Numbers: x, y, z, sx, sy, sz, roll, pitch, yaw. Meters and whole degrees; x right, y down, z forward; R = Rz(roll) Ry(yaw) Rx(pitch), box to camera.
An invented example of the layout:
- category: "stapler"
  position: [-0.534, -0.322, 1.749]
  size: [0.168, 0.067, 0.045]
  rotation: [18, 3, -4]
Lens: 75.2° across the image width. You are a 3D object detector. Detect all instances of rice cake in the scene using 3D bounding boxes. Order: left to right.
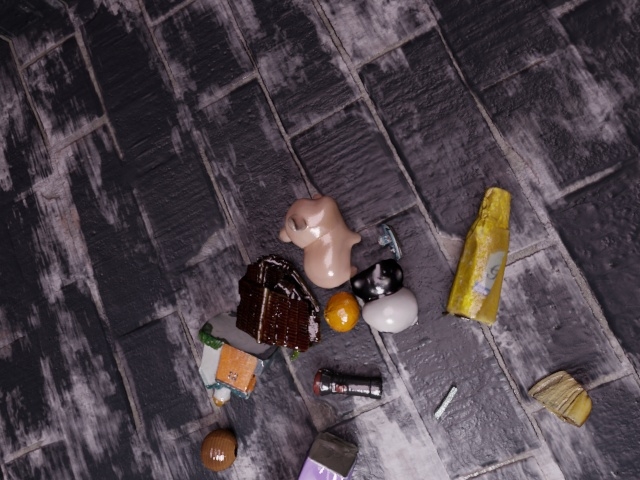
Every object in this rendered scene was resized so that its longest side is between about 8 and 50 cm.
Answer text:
- category: "rice cake"
  position: [0.412, 0.533, 1.369]
  size: [0.022, 0.022, 0.121]
  rotation: [33, 92, 15]

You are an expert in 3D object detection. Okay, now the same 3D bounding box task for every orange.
- category: "orange"
  position: [0.072, 0.242, 1.416]
  size: [0.136, 0.118, 0.135]
  rotation: [-30, 52, 49]

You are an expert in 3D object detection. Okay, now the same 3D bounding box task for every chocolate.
- category: "chocolate"
  position: [0.514, 0.044, 1.331]
  size: [0.162, 0.162, 0.444]
  rotation: [13, 85, 14]

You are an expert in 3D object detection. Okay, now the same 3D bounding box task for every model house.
- category: "model house"
  position: [-0.313, 0.448, 1.488]
  size: [0.272, 0.190, 0.300]
  rotation: [22, 105, 10]
- category: "model house"
  position: [-0.135, 0.198, 1.387]
  size: [0.298, 0.282, 0.316]
  rotation: [7, 80, 9]

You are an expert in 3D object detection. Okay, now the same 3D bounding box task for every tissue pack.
- category: "tissue pack"
  position: [-0.014, 0.820, 1.325]
  size: [0.160, 0.242, 0.338]
  rotation: [20, 88, 15]

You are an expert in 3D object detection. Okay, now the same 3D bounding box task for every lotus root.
- category: "lotus root"
  position: [0.749, 0.490, 1.270]
  size: [0.135, 0.095, 0.159]
  rotation: [-42, 37, 0]

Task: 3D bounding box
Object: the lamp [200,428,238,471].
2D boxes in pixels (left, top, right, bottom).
- category: "lamp"
  position: [-0.357, 0.738, 1.466]
  size: [0.137, 0.136, 0.136]
  rotation: [-1, 84, 13]

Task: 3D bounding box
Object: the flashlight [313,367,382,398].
- category: "flashlight"
  position: [0.096, 0.495, 1.414]
  size: [0.232, 0.093, 0.092]
  rotation: [4, 85, 13]

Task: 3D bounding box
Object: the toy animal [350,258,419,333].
- category: "toy animal"
  position: [0.216, 0.190, 1.370]
  size: [0.187, 0.165, 0.234]
  rotation: [-23, 83, -12]

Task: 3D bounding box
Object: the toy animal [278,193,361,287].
- category: "toy animal"
  position: [0.000, 0.000, 1.434]
  size: [0.270, 0.237, 0.325]
  rotation: [4, 81, -15]

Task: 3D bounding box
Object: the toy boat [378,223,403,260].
- category: "toy boat"
  position: [0.238, 0.007, 1.443]
  size: [0.066, 0.059, 0.139]
  rotation: [-16, 78, -7]

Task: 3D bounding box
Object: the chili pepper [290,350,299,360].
- category: "chili pepper"
  position: [-0.080, 0.400, 1.496]
  size: [0.083, 0.022, 0.027]
  rotation: [-44, 75, 1]
